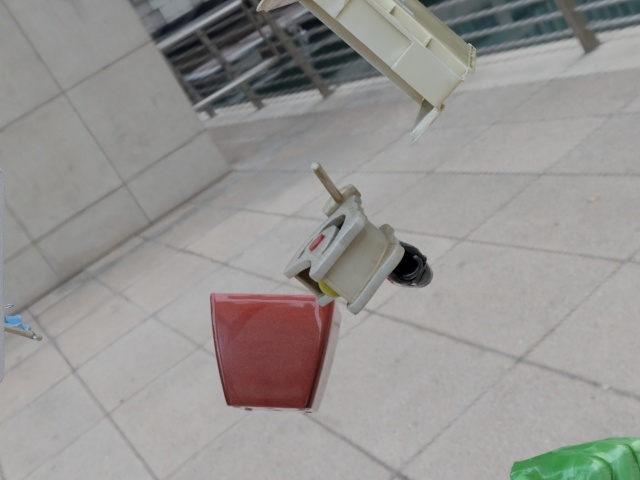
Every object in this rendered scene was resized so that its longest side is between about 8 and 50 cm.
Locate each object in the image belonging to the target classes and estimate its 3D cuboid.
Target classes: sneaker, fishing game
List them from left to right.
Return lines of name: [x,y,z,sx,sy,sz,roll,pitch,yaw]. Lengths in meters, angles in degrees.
fishing game: [-0.460,0.073,0.984,0.264,0.189,0.041,7,75,60]
sneaker: [0.204,0.064,1.831,0.135,0.276,0.097,28,88,43]

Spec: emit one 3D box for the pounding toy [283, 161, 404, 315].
pounding toy: [0.000,0.000,1.050,0.154,0.155,0.269,-48,10,9]

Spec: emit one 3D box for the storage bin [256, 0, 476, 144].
storage bin: [0.075,-0.281,1.050,0.123,0.262,0.260,-47,6,24]

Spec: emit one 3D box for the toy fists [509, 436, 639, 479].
toy fists: [0.348,0.281,0.865,0.142,0.279,0.096,-35,48,38]

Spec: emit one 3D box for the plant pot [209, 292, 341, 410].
plant pot: [-0.095,0.257,1.705,0.268,0.235,0.267,0,-15,5]

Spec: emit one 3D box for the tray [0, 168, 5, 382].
tray: [-0.390,0.061,0.786,0.030,0.270,0.145,22,27,24]
